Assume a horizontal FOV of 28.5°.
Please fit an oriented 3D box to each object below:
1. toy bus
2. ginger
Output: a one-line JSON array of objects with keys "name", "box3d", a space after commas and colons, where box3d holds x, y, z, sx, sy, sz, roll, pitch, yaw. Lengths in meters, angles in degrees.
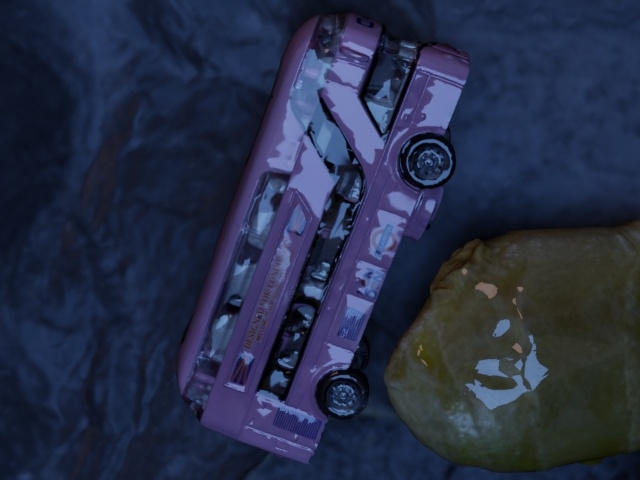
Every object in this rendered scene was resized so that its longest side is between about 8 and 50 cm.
[{"name": "toy bus", "box3d": [0.000, 0.000, 0.569, 0.090, 0.063, 0.203, 21, 106, -3]}, {"name": "ginger", "box3d": [0.244, 0.111, 0.577, 0.348, 0.122, 0.363, -25, 98, 6]}]
